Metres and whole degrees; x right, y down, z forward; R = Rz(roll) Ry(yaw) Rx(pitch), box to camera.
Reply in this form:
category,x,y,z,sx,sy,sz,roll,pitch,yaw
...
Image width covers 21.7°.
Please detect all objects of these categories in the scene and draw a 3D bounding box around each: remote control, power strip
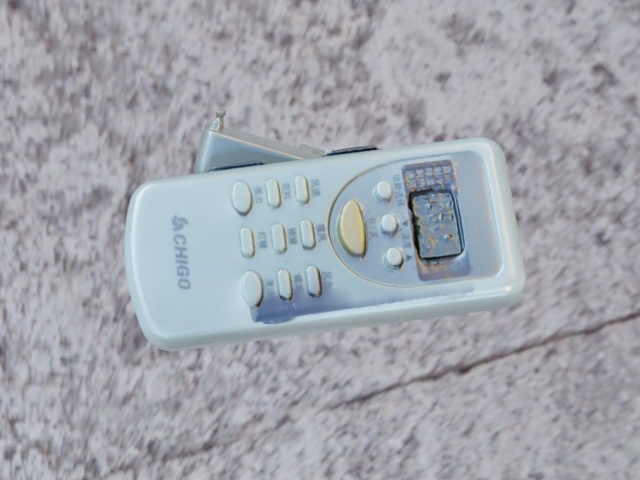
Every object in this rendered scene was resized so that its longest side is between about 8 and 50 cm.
category,x,y,z,sx,sy,sz,roll,pitch,yaw
remote control,0.000,0.000,1.261,0.296,0.056,0.140,-7,68,-1
power strip,0.002,-0.059,1.413,0.216,0.145,0.061,17,96,-7
